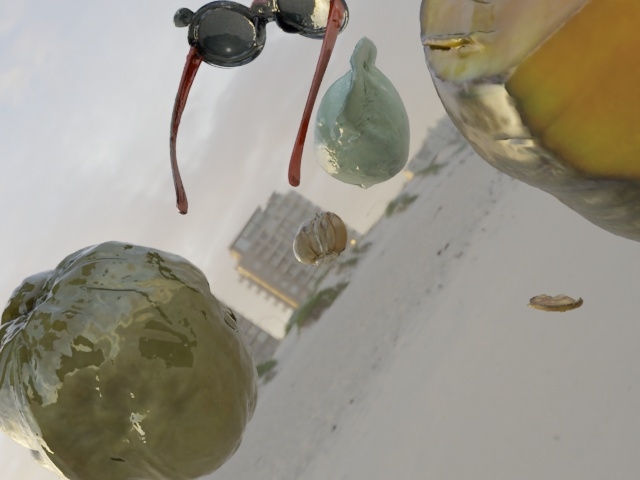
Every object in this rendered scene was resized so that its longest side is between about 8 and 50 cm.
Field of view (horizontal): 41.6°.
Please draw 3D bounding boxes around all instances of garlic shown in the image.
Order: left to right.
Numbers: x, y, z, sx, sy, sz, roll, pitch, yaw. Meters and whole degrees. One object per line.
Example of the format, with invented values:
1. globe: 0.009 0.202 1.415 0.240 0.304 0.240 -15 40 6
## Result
1. garlic: -0.003 -0.003 1.539 0.113 0.094 0.074 -23 2 -33

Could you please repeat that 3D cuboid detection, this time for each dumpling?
1. dumpling: 0.062 -0.135 0.975 0.152 0.108 0.219 -54 -14 -11

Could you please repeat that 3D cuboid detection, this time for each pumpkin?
1. pumpkin: 0.215 -0.155 0.555 0.256 0.225 0.303 -30 35 41

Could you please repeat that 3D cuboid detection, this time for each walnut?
1. walnut: -0.220 0.145 0.925 0.282 0.277 0.253 -28 28 5

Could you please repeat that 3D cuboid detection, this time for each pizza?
1. pizza: 0.350 0.094 1.255 0.037 0.083 0.016 -83 -11 -57

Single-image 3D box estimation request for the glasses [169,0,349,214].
1. glasses: -0.090 -0.182 0.986 0.118 0.234 0.268 47 -136 -43
